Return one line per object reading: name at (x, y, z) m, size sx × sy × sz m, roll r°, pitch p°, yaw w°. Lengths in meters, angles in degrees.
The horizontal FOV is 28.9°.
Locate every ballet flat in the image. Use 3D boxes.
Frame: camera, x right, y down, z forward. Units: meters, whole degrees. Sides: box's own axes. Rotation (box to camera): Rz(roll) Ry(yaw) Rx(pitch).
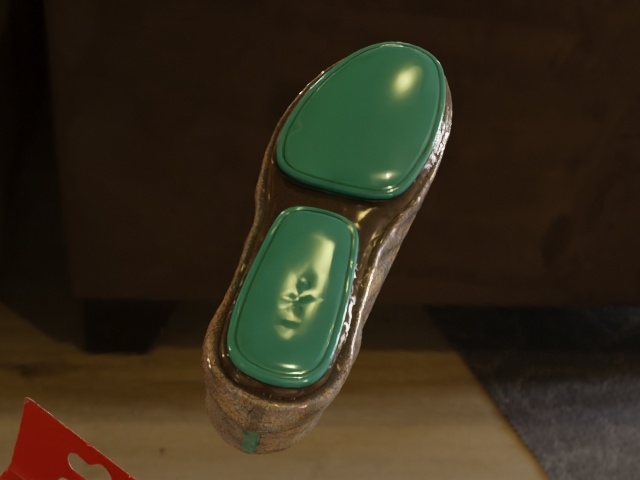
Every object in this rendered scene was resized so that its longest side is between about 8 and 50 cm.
ballet flat at (0.000, 0.000, 0.772) m, size 0.108 × 0.106 × 0.316 m, roll 21°, pitch 49°, yaw 8°

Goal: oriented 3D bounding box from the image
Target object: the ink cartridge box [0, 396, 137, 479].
ink cartridge box at (-0.167, 0.211, 0.783) m, size 0.145 × 0.179 × 0.045 m, roll 32°, pitch 31°, yaw 21°
